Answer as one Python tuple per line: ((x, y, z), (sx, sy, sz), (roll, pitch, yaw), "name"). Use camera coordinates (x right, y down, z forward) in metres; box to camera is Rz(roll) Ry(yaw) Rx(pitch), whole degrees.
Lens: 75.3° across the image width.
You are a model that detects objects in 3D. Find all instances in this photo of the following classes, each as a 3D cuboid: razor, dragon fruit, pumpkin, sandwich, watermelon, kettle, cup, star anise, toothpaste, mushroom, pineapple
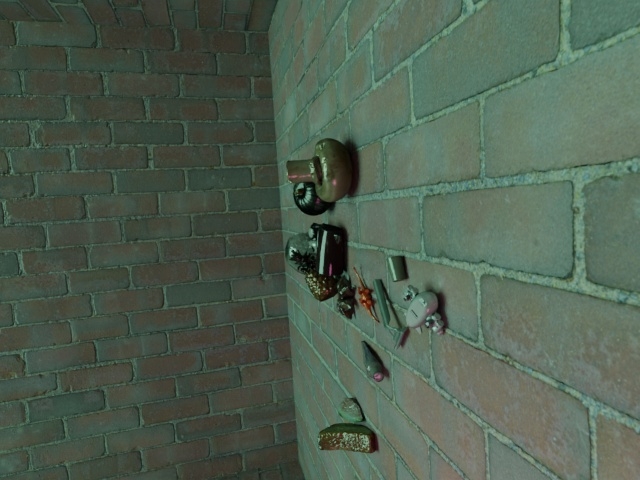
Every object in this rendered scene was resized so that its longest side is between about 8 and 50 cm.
((0.241, 0.256, 1.537), (0.111, 0.056, 0.277), (98, 161, -44), "razor")
((-0.095, 0.100, 2.480), (0.283, 0.221, 0.204), (108, 159, -51), "dragon fruit")
((-0.046, -0.251, 2.190), (0.250, 0.216, 0.249), (2, 93, 49), "pumpkin")
((0.158, 0.930, 1.965), (0.254, 0.289, 0.099), (25, -122, -55), "sandwich")
((0.160, 0.839, 2.028), (0.180, 0.081, 0.094), (27, 105, 55), "watermelon")
((0.044, 0.037, 2.066), (0.202, 0.144, 0.232), (-148, 59, -61), "kettle")
((0.258, 0.100, 1.425), (0.075, 0.055, 0.083), (129, 132, -68), "cup")
((0.118, 0.283, 1.991), (0.197, 0.073, 0.212), (-123, 29, -66), "star anise")
((0.211, 0.517, 1.752), (0.282, 0.069, 0.099), (-148, 81, -80), "toothpaste")
((-0.007, -0.312, 1.846), (0.292, 0.290, 0.292), (175, 90, -80), "mushroom")
((-0.042, 0.160, 2.193), (0.340, 0.169, 0.169), (53, 154, 17), "pineapple")

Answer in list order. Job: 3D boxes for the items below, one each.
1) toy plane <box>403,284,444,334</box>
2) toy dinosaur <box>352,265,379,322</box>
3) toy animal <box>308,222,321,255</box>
((0.304, 0.210, 1.237), (0.174, 0.080, 0.174), (43, 144, 43), "toy plane")
((0.183, 0.221, 1.748), (0.101, 0.055, 0.279), (63, -169, -63), "toy dinosaur")
((0.000, 0.000, 2.225), (0.166, 0.138, 0.179), (-85, -1, -77), "toy animal")
